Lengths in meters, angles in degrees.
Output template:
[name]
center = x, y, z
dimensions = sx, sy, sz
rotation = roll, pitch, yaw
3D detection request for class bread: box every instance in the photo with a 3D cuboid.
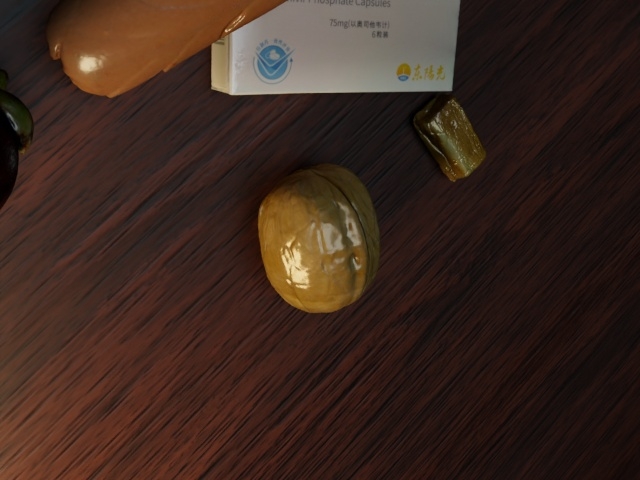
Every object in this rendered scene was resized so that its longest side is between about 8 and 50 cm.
[bread]
center = 0.194, -0.153, 1.090
dimensions = 0.074, 0.053, 0.132
rotation = -50, 123, -12

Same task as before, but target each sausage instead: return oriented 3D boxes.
[sausage]
center = -0.146, -0.260, 0.770
dimensions = 0.304, 0.121, 0.121
rotation = -28, 121, 6

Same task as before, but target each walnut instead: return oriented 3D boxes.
[walnut]
center = 0.000, 0.000, 0.963
dimensions = 0.165, 0.165, 0.197
rotation = -16, 105, -26

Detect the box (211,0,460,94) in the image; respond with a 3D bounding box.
[box]
center = 0.029, -0.292, 0.938
dimensions = 0.343, 0.065, 0.200
rotation = -7, 109, -29

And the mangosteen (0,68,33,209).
[mangosteen]
center = -0.372, -0.105, 0.701
dimensions = 0.194, 0.194, 0.230
rotation = 53, 51, -32
